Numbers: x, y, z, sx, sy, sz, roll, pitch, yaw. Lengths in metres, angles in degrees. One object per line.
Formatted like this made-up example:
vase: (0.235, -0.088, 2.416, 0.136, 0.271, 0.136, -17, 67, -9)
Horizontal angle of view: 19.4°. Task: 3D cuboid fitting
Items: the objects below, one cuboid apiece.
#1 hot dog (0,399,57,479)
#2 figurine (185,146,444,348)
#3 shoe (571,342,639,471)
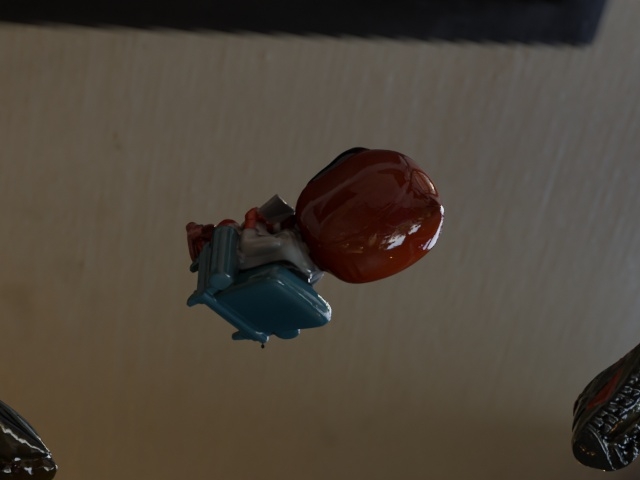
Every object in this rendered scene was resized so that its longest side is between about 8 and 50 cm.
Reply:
hot dog: (-0.314, 0.221, 1.128, 0.194, 0.326, 0.107, 44, -176, -29)
figurine: (0.000, 0.000, 0.937, 0.140, 0.068, 0.075, -25, -138, 23)
shoe: (0.283, 0.109, 1.595, 0.074, 0.194, 0.077, 36, -161, -18)
